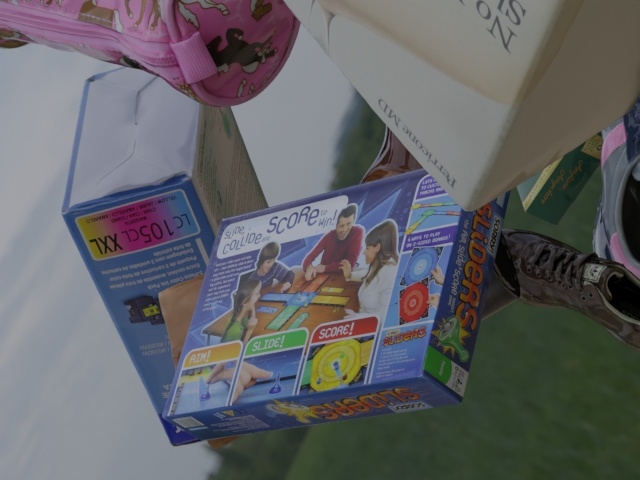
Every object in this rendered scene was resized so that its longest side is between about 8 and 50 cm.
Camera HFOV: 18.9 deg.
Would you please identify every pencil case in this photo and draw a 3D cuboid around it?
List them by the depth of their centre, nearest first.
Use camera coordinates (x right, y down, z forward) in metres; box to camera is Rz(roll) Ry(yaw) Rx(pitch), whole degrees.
[{"bbox_3d":[-0.191,-0.227,1.767,0.160,0.386,0.167,25,-96,-47],"label":"pencil case"}]

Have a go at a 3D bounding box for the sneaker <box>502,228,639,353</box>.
[{"bbox_3d":[0.225,0.030,1.636,0.066,0.188,0.071,-60,-11,-26],"label":"sneaker"}]

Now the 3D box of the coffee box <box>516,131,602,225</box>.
[{"bbox_3d":[0.226,-0.109,1.871,0.113,0.040,0.184,-56,22,27],"label":"coffee box"}]

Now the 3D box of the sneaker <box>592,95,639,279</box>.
[{"bbox_3d":[0.303,-0.106,1.699,0.131,0.112,0.319,-133,41,-84],"label":"sneaker"}]

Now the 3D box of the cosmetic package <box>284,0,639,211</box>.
[{"bbox_3d":[0.084,-0.163,0.805,0.113,0.160,0.309,-33,-19,-23],"label":"cosmetic package"}]

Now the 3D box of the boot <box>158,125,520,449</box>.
[{"bbox_3d":[0.000,0.000,1.526,0.280,0.264,0.096,-26,-27,20],"label":"boot"}]

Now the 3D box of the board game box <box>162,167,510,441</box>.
[{"bbox_3d":[0.006,0.035,1.070,0.201,0.035,0.136,-12,52,43],"label":"board game box"}]

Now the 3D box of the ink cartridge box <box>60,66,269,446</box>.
[{"bbox_3d":[-0.134,0.030,2.101,0.270,0.151,0.395,-89,-19,-54],"label":"ink cartridge box"}]
